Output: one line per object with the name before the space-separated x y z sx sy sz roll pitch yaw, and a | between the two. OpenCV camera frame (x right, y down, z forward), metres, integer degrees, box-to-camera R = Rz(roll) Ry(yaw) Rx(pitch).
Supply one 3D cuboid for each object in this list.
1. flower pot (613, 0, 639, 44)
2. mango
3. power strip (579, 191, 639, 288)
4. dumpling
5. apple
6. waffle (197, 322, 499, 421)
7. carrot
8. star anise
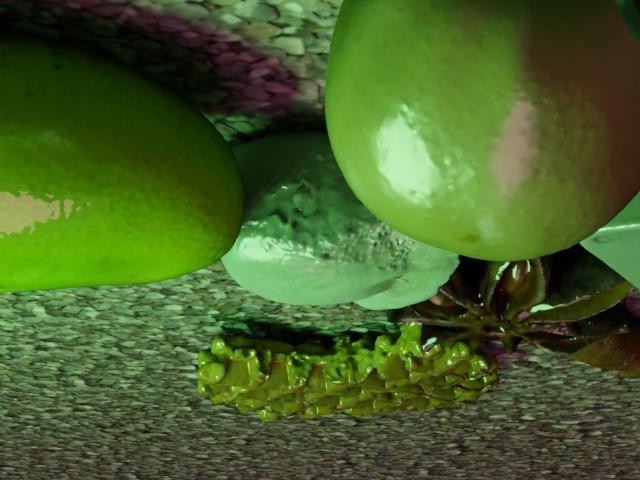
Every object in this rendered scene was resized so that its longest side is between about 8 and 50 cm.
flower pot | 0.259 -0.132 0.587 0.269 0.269 0.166 9 140 -16
mango | -0.182 -0.048 0.977 0.273 0.149 0.185 0 152 -6
power strip | 0.333 0.004 1.059 0.261 0.141 0.229 -8 155 34
dumpling | -0.008 0.002 1.088 0.219 0.108 0.152 9 121 31
apple | 0.093 -0.085 0.784 0.200 0.200 0.200 3 160 1
waffle | 0.035 0.126 1.562 0.293 0.069 0.260 -6 161 17
carrot | 0.262 0.091 1.437 0.060 0.060 0.186 -11 158 34
star anise | 0.152 0.021 1.210 0.214 0.099 0.220 -15 152 7
